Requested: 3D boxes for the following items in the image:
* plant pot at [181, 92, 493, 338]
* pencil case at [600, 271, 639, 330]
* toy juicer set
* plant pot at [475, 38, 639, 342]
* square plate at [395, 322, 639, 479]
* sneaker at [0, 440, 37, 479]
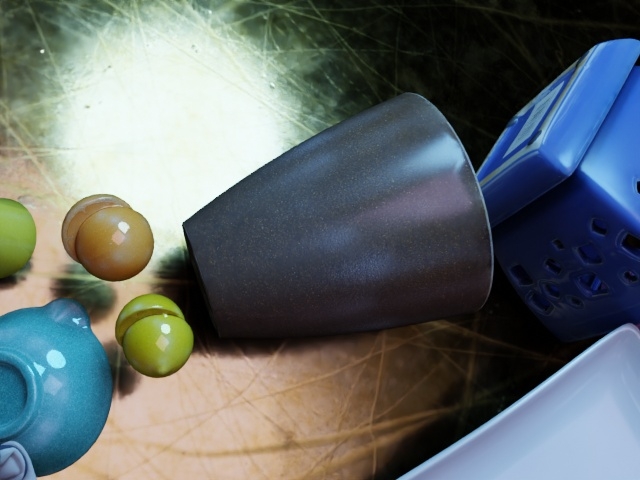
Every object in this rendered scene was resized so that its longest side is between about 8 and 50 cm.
[{"bbox_3d":[0.000,0.000,0.653,0.230,0.215,0.215,-18,82,-12],"label":"plant pot"},{"bbox_3d":[0.411,0.043,0.794,0.098,0.209,0.095,-4,75,-21],"label":"pencil case"},{"bbox_3d":[-0.195,0.117,0.560,0.209,0.089,0.329,-5,80,7],"label":"toy juicer set"},{"bbox_3d":[0.298,-0.058,0.770,0.212,0.236,0.236,38,64,-2],"label":"plant pot"},{"bbox_3d":[0.254,0.313,0.684,0.347,0.049,0.344,-31,84,-8],"label":"square plate"},{"bbox_3d":[-0.286,0.149,0.472,0.226,0.163,0.086,53,20,5],"label":"sneaker"}]
